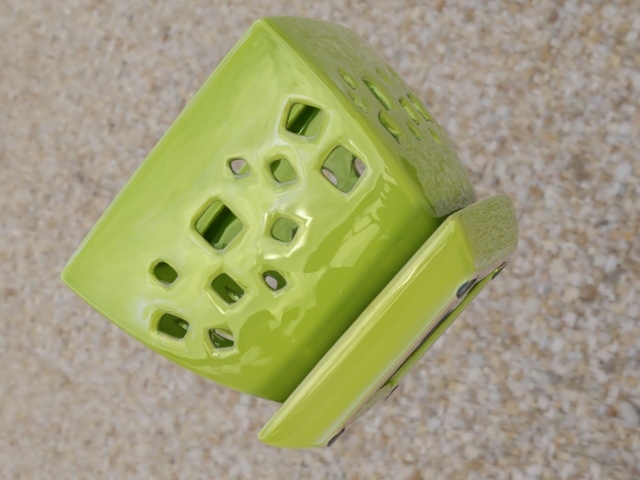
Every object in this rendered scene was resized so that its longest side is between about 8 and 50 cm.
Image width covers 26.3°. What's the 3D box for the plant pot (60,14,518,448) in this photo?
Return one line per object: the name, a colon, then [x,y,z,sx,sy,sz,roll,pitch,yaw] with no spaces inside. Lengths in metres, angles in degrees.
plant pot: [0.000,0.000,0.937,0.207,0.228,0.227,43,106,10]
